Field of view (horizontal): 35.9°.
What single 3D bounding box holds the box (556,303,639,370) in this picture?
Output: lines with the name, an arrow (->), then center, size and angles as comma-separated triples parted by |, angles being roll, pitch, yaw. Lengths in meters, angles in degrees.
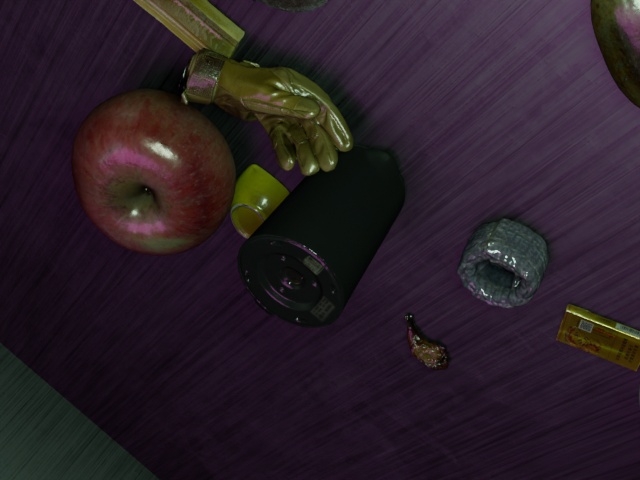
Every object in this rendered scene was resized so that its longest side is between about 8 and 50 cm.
box -> 0.516, 0.178, 1.806 | 0.156, 0.022, 0.089 | 21, 135, 19

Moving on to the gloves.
gloves -> -0.089, -0.238, 1.755 | 0.331, 0.141, 0.154 | 25, 128, 5

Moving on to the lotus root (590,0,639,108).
lotus root -> 0.452, -0.277, 1.355 | 0.124, 0.123, 0.241 | -6, 121, 50

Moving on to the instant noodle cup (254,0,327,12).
instant noodle cup -> -0.016, -0.474, 1.436 | 0.218, 0.207, 0.217 | 19, 137, 19

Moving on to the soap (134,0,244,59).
soap -> -0.253, -0.416, 1.786 | 0.252, 0.037, 0.092 | 39, 140, -3

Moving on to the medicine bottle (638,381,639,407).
medicine bottle -> 0.637, 0.173, 1.500 | 0.245, 0.306, 0.245 | 20, 137, 20

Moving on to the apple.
apple -> -0.319, -0.142, 1.932 | 0.345, 0.269, 0.344 | 5, 128, 6

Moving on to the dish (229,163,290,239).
dish -> -0.127, -0.050, 2.006 | 0.149, 0.080, 0.207 | 7, 129, 31

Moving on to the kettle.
kettle -> 0.013, 0.003, 1.780 | 0.203, 0.308, 0.262 | 20, 136, 18

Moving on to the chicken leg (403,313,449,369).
chicken leg -> 0.213, 0.216, 2.045 | 0.145, 0.037, 0.062 | 43, 117, -8

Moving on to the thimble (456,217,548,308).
thimble -> 0.325, 0.043, 1.758 | 0.150, 0.097, 0.150 | 20, 137, 19
